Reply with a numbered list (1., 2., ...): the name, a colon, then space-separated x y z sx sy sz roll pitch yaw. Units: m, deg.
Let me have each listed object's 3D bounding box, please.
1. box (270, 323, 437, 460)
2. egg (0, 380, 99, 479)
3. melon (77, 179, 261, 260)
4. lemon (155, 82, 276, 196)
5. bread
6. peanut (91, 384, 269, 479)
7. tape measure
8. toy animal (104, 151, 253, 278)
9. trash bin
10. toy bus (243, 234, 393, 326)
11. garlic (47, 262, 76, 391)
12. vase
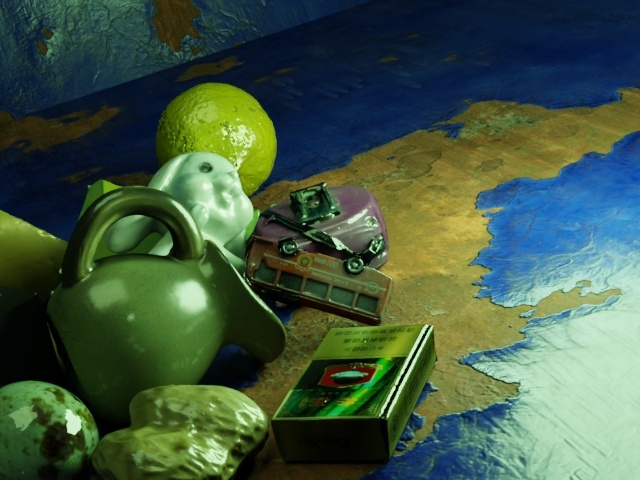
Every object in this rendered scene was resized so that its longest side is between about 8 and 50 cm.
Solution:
1. box: 0.052 0.197 1.499 0.159 0.071 0.240 -3 24 22
2. egg: -0.387 0.269 1.487 0.169 0.169 0.231 -31 16 -34
3. melon: -0.322 -0.020 2.092 0.331 0.226 0.343 -36 16 -20
4. lemon: -0.225 -0.208 2.409 0.258 0.258 0.310 -17 24 -4
5. bread: -0.607 0.049 2.077 0.183 0.224 0.211 12 72 57
6. peanut: -0.180 0.260 1.444 0.196 0.110 0.233 9 32 24
7. tape measure: 0.000 0.000 1.897 0.231 0.149 0.245 -20 22 -7
8. toy animal: -0.210 0.005 1.873 0.174 0.249 0.289 -3 41 48
9. trash bin: -0.460 0.188 1.646 0.165 0.225 0.115 4 29 39
10. toy bus: -0.006 0.060 1.730 0.235 0.073 0.096 14 72 9
11. garlic: -0.372 0.139 1.807 0.142 0.178 0.229 14 42 -10
12. vase: -0.239 0.079 1.626 0.302 0.329 0.241 -23 19 -17
